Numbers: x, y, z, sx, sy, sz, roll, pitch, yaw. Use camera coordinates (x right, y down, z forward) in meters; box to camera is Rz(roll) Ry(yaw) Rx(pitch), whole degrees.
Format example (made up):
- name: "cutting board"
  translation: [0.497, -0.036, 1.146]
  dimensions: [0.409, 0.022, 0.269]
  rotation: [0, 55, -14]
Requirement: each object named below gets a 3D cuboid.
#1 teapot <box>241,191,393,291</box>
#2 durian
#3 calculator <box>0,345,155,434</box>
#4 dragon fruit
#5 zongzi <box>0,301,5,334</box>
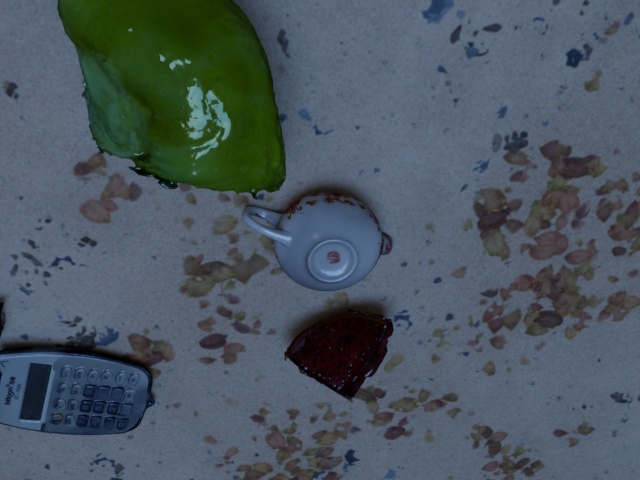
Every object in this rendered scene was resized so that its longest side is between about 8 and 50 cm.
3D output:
- name: "teapot"
  translation: [0.000, 0.000, 1.179]
  dimensions: [0.245, 0.116, 0.159]
  rotation: [24, 126, -15]
- name: "durian"
  translation: [-0.179, -0.195, 0.967]
  dimensions: [0.256, 0.204, 0.339]
  rotation: [-2, 122, 6]
- name: "calculator"
  translation: [-0.406, 0.251, 1.300]
  dimensions: [0.268, 0.040, 0.177]
  rotation: [13, 119, -17]
- name: "dragon fruit"
  translation: [0.038, 0.175, 1.307]
  dimensions: [0.127, 0.120, 0.161]
  rotation: [38, 83, 15]
- name: "zongzi"
  translation: [-0.503, 0.120, 1.198]
  dimensions: [0.073, 0.067, 0.083]
  rotation: [-23, 105, 14]
